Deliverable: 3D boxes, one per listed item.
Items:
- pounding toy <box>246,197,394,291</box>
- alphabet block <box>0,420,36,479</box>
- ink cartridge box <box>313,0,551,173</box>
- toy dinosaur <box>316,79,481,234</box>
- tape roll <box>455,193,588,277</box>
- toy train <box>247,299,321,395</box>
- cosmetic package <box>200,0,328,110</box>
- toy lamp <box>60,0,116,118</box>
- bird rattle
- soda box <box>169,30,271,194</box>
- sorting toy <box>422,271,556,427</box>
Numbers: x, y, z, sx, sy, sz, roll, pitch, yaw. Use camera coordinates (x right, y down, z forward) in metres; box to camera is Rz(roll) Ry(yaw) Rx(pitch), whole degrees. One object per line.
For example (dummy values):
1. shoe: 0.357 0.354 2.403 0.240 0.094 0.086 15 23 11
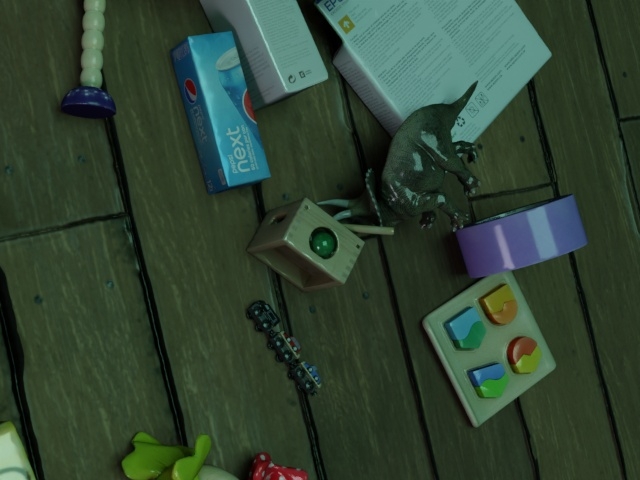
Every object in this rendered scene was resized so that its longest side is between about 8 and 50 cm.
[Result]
1. pounding toy: 0.000 0.000 1.411 0.130 0.141 0.100 37 65 -21
2. alphabet block: -0.407 0.316 1.087 0.197 0.193 0.192 -21 94 -32
3. ink cartridge box: 0.175 -0.322 1.612 0.324 0.071 0.330 -46 104 -26
4. toy dinosaur: 0.150 -0.111 1.480 0.160 0.121 0.313 34 89 -29
5. tape roll: 0.307 -0.007 1.567 0.189 0.189 0.080 -17 90 -32
6. toy train: -0.047 0.149 1.427 0.036 0.027 0.158 -42 103 -40
7. cosmetic package: -0.090 -0.307 1.426 0.085 0.117 0.231 -26 96 -32
8. toy lamp: -0.294 -0.299 1.327 0.080 0.080 0.274 8 80 -29
9. bird rattle: -0.147 0.349 1.305 0.253 0.143 0.207 33 78 -36
10. soda box: -0.138 -0.175 1.403 0.071 0.067 0.210 -15 90 -32
11. sorting toy: 0.273 0.162 1.607 0.208 0.038 0.193 -31 98 -31
